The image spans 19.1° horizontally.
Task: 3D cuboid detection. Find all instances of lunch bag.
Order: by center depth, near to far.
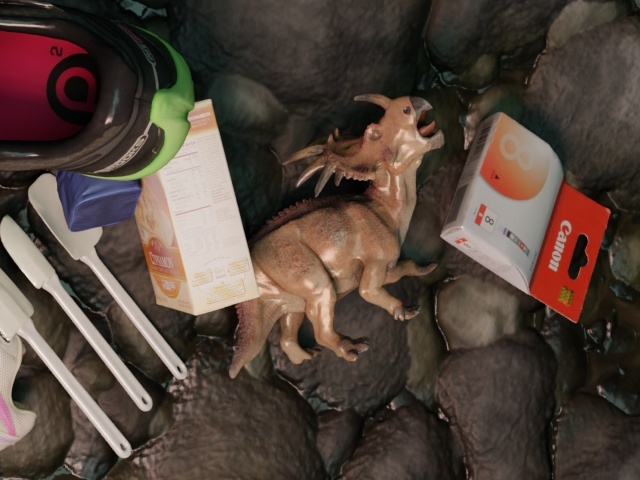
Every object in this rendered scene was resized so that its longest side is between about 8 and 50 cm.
[{"bbox_3d":[-0.207,-0.057,1.755,0.067,0.098,0.065,-14,72,-20],"label":"lunch bag"}]

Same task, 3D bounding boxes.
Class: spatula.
[{"bbox_3d":[-0.220,0.069,1.764,0.242,0.019,0.168,52,39,-14],"label":"spatula"}]

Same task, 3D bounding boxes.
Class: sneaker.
[{"bbox_3d":[-0.351,-0.155,1.606,0.482,0.202,0.185,4,87,8],"label":"sneaker"},{"bbox_3d":[-0.331,0.086,1.731,0.111,0.103,0.252,-18,105,-21],"label":"sneaker"}]

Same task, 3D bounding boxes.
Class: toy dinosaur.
[{"bbox_3d":[0.000,0.000,1.821,0.295,0.127,0.200,-35,103,-9],"label":"toy dinosaur"}]

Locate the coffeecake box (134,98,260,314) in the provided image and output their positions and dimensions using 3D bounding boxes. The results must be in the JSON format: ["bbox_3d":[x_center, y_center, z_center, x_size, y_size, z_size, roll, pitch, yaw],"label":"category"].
[{"bbox_3d":[-0.127,-0.033,1.763,0.068,0.142,0.186,-16,97,-17],"label":"coffeecake box"}]

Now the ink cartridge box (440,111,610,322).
[{"bbox_3d":[0.217,-0.022,1.903,0.179,0.045,0.145,31,60,-17],"label":"ink cartridge box"}]
